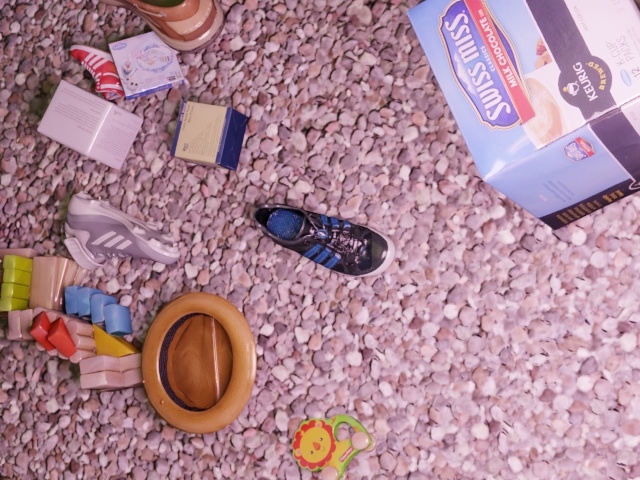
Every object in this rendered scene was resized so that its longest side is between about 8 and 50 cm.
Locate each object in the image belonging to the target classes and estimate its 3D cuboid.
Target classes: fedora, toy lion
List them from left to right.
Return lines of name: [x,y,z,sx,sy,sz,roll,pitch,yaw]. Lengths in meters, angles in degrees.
fedora: [-0.156,0.168,1.825,0.194,0.079,0.194,-1,87,23]
toy lion: [0.012,0.272,1.766,0.100,0.034,0.096,-49,60,8]

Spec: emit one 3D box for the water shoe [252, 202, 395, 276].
water shoe: [0.000,0.000,1.786,0.203,0.080,0.073,15,88,24]

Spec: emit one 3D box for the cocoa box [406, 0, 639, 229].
cocoa box: [0.289,-0.181,1.550,0.228,0.347,0.231,-27,72,17]

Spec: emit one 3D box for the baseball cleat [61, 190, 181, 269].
baseball cleat: [-0.292,0.008,1.925,0.206,0.072,0.109,30,107,29]

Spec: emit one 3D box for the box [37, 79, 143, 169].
box: [-0.338,-0.170,1.945,0.101,0.102,0.087,26,90,24]

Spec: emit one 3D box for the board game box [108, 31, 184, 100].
board game box: [-0.257,-0.261,1.951,0.090,0.020,0.090,-17,74,-9]

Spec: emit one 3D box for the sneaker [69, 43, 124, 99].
sneaker: [-0.337,-0.253,1.991,0.118,0.042,0.067,19,86,22]

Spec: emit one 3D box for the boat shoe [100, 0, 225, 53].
boat shoe: [-0.273,-0.399,1.934,0.324,0.120,0.122,35,82,25]

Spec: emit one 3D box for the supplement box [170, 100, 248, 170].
supplement box: [-0.159,-0.150,1.891,0.083,0.056,0.083,10,85,24]

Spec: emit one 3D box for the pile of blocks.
pile of blocks: [-0.387,0.100,1.914,0.362,0.112,0.149,26,92,24]
